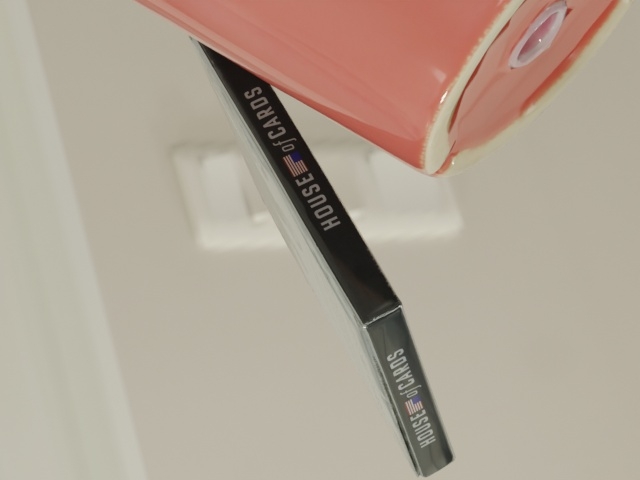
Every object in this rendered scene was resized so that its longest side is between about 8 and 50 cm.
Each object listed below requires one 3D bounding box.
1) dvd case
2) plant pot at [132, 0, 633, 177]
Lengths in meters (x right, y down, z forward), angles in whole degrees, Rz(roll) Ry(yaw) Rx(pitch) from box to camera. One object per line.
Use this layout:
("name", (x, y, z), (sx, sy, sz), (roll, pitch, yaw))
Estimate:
("dvd case", (0.000, 0.000, 1.122), (0.030, 0.238, 0.179), (-28, 146, -4))
("plant pot", (0.030, -0.179, 1.015), (0.275, 0.243, 0.275), (-43, 164, -15))
